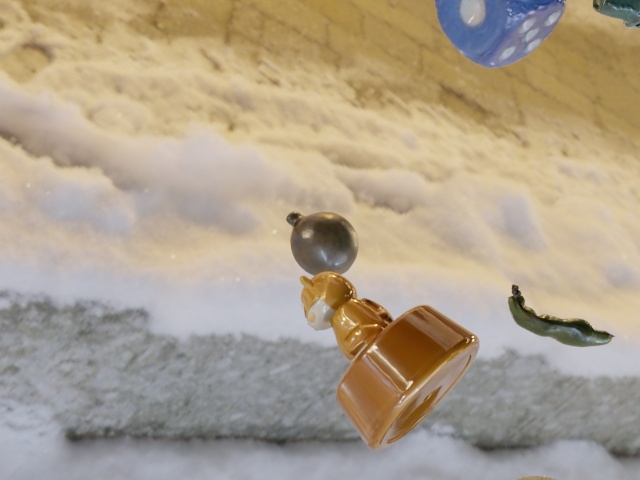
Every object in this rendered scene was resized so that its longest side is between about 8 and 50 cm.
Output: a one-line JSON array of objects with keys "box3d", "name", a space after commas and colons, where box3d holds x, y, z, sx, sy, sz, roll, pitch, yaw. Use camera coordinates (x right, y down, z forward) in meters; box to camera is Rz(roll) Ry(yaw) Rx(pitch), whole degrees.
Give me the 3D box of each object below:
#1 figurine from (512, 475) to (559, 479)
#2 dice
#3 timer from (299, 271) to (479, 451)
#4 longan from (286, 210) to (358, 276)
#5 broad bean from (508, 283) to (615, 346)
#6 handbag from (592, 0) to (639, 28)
[{"box3d": [0.290, 0.458, 1.243, 0.332, 0.185, 0.204, 67, -6, -28], "name": "figurine"}, {"box3d": [0.266, -0.353, 1.522, 0.146, 0.143, 0.146, -22, 69, -36], "name": "dice"}, {"box3d": [0.040, 0.084, 0.890, 0.152, 0.132, 0.132, 43, 32, 19], "name": "timer"}, {"box3d": [0.000, 0.000, 1.504, 0.119, 0.106, 0.106, 41, 32, 11], "name": "longan"}, {"box3d": [0.400, 0.144, 1.742, 0.195, 0.061, 0.046, 27, 3, 1], "name": "broad bean"}, {"box3d": [0.200, -0.302, 0.755, 0.326, 0.238, 0.089, 31, 20, 24], "name": "handbag"}]
